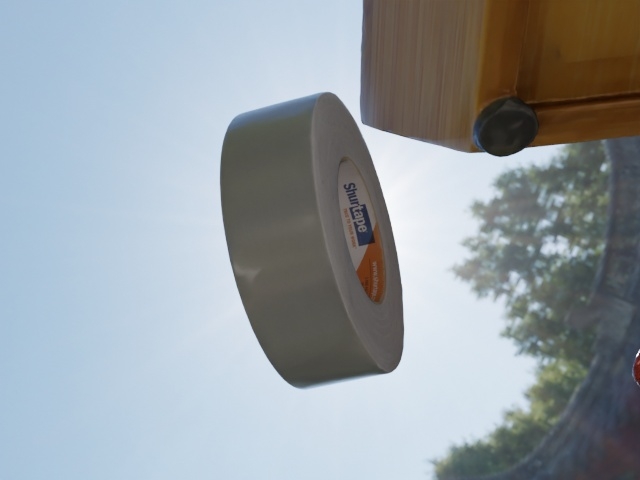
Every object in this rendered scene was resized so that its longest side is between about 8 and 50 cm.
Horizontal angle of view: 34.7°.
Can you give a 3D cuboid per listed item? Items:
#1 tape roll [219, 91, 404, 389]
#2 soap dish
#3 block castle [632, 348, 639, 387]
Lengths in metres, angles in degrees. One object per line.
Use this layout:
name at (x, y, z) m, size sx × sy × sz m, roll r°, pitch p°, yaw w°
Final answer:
tape roll at (0.000, 0.000, 0.783) m, size 0.219 × 0.072 × 0.219 m, roll -14°, pitch -90°, yaw -74°
soap dish at (0.135, -0.168, 0.371) m, size 0.228 × 0.118 × 0.291 m, roll -7°, pitch -53°, yaw -10°
block castle at (0.490, 0.072, 0.764) m, size 0.213 × 0.453 × 0.303 m, roll -53°, pitch -24°, yaw -45°
